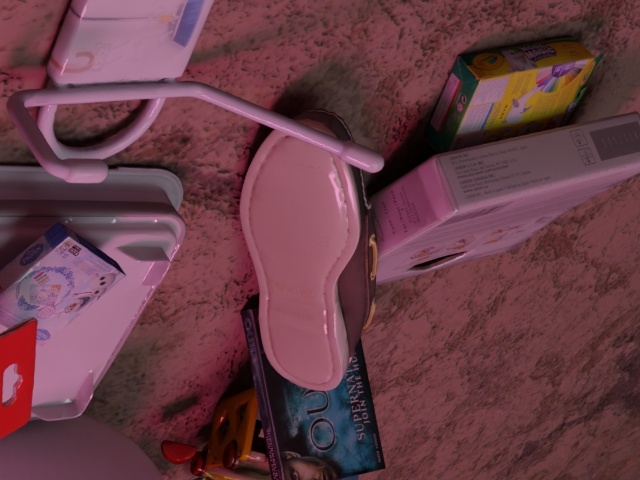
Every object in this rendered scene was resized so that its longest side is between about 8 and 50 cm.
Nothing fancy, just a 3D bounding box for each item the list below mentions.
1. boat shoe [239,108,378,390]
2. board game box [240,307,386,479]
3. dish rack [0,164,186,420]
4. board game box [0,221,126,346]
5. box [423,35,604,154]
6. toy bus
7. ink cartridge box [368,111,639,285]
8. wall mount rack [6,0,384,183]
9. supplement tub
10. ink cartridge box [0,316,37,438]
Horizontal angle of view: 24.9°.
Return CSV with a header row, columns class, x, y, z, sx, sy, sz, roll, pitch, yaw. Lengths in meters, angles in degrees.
class,x,y,z,sx,sy,sz,roll,pitch,yaw
boat shoe,0.000,0.000,1.356,0.324,0.116,0.097,87,27,-42
board game box,-0.007,0.154,1.481,0.126,0.186,0.026,-8,173,-33
dish rack,-0.271,0.066,1.187,0.333,0.072,0.285,0,134,-46
board game box,-0.209,0.035,1.120,0.090,0.020,0.090,-40,150,3
box,0.195,-0.144,1.431,0.179,0.043,0.105,-12,141,-34
toy bus,-0.068,0.208,1.561,0.191,0.202,0.104,46,50,-62
ink cartridge box,0.164,-0.036,1.524,0.296,0.066,0.261,-14,167,-36
wall mount rack,-0.055,-0.158,1.052,0.304,0.130,0.350,-9,140,-41
supplement tub,-0.288,0.334,1.372,0.228,0.228,0.316,-5,137,-44
ink cartridge box,-0.322,0.119,1.041,0.231,0.078,0.134,-26,148,-34
